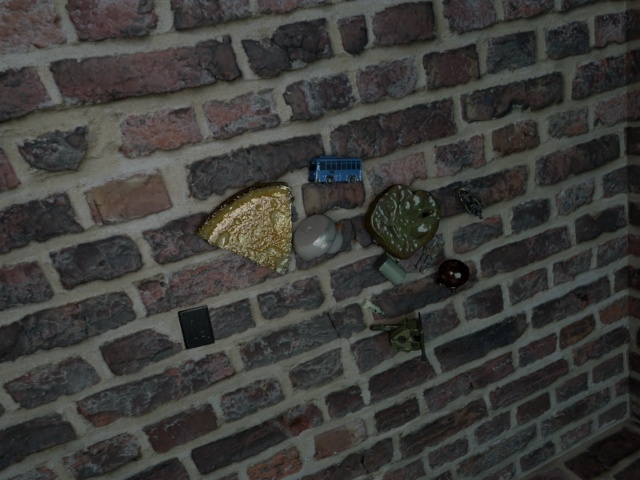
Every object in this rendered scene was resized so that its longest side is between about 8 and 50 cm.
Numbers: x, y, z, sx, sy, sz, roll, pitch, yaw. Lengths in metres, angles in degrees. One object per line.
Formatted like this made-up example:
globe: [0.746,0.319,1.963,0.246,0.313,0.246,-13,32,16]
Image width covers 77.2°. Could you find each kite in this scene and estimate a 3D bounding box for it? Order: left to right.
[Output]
kite: [0.581,0.069,2.159,0.127,0.016,0.229,32,87,-19]

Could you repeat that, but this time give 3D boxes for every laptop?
laptop: [-0.567,0.400,1.835,0.135,0.016,0.196,-12,105,-15]

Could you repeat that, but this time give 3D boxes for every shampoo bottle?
shampoo bottle: [0.279,0.355,2.107,0.141,0.034,0.048,29,86,-24]

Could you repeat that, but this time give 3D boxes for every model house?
model house: [0.411,0.518,2.138,0.279,0.205,0.218,-7,105,13]

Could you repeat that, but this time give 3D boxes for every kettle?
kettle: [0.364,0.137,2.055,0.148,0.098,0.127,42,92,-19]

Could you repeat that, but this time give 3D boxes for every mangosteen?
mangosteen: [0.706,0.188,2.152,0.173,0.172,0.183,24,113,-22]

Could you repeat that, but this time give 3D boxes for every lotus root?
lotus root: [0.410,-0.093,1.998,0.391,0.111,0.374,-1,99,-19]

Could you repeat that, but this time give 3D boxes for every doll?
doll: [0.000,0.000,1.861,0.251,0.221,0.221,-46,112,-8]

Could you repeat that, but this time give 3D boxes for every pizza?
pizza: [-0.272,-0.098,1.768,0.435,0.080,0.391,25,93,-23]

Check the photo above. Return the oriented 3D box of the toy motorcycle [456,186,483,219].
toy motorcycle: [0.792,-0.205,2.122,0.094,0.129,0.229,-39,127,17]

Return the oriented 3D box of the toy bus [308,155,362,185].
toy bus: [0.065,-0.322,1.839,0.234,0.116,0.133,-4,103,-20]
